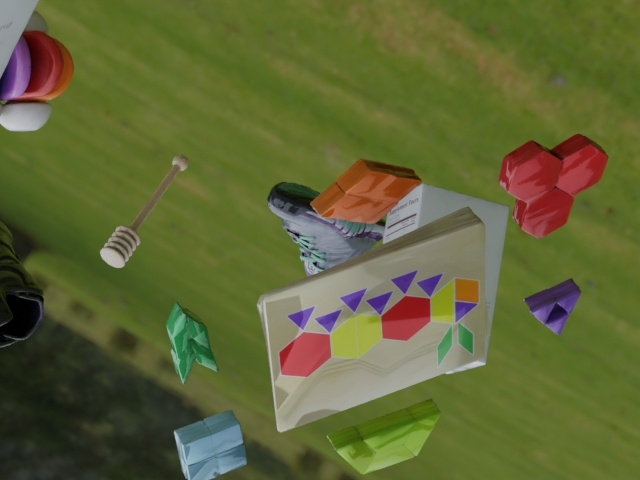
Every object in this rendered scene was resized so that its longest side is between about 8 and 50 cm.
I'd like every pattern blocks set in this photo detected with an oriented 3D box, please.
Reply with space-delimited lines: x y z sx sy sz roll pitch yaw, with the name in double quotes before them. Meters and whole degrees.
"pattern blocks set" 0.043 0.056 1.209 0.026 0.325 0.285 -126 32 -45

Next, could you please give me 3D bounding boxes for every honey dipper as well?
"honey dipper" -0.185 -0.037 1.833 0.030 0.160 0.030 19 143 15

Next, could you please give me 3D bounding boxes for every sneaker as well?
"sneaker" 0.000 0.000 1.959 0.083 0.098 0.224 34 -171 32
"sneaker" -0.307 0.053 1.546 0.124 0.107 0.283 22 -167 0

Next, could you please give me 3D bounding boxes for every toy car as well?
"toy car" -0.398 -0.221 2.173 0.182 0.159 0.136 -4 -178 -43

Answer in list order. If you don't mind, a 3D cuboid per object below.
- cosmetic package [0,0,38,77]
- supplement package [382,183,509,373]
"cosmetic package" -0.426 -0.251 1.164 0.393 0.329 0.327 48 138 8
"supplement package" 0.125 0.043 1.839 0.105 0.179 0.105 14 166 -16
